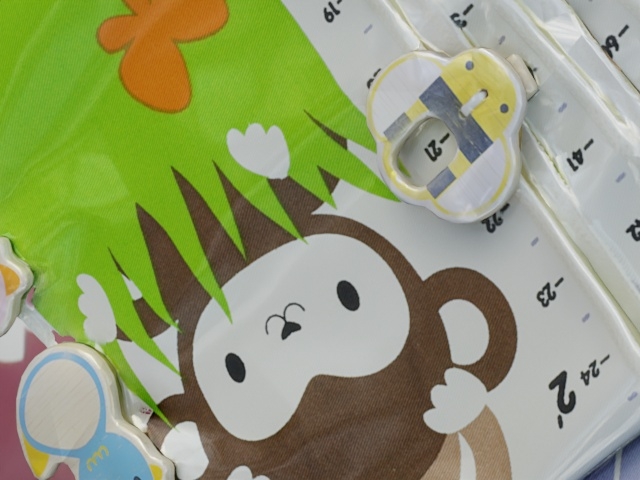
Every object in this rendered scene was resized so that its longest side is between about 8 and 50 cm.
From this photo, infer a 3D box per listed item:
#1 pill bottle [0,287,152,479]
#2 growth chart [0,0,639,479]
[{"bbox_3d":[-0.066,0.058,0.692,0.224,0.224,0.392,1,82,-2],"label":"pill bottle"},{"bbox_3d":[0.000,0.000,0.354,0.237,0.021,0.172,43,116,17],"label":"growth chart"}]
